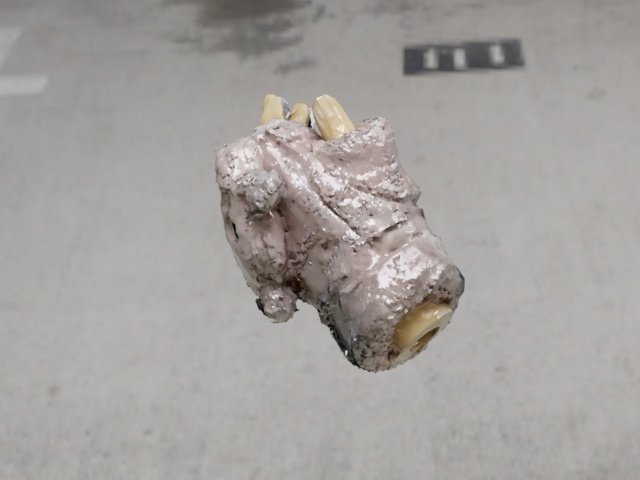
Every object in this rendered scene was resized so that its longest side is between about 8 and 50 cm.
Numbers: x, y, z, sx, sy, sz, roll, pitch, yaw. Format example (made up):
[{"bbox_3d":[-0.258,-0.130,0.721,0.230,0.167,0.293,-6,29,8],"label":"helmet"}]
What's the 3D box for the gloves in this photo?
[{"bbox_3d":[0.003,-0.002,0.730,0.094,0.110,0.144,-35,52,-23],"label":"gloves"}]
